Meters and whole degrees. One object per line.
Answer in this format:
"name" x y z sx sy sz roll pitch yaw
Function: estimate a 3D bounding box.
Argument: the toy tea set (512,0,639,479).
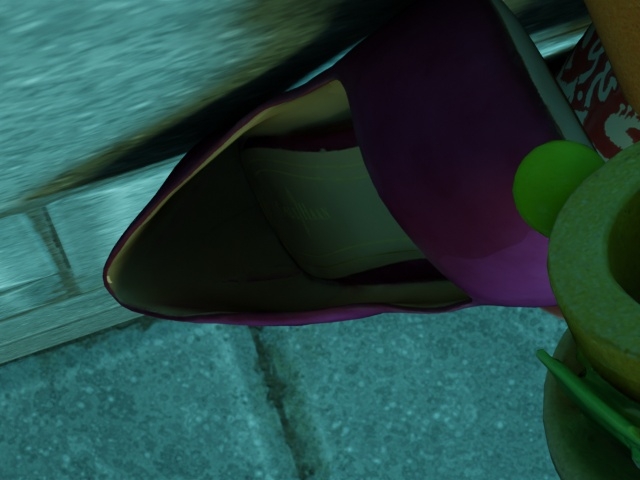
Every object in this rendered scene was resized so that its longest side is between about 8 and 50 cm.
"toy tea set" 0.138 -0.027 0.293 0.336 0.124 0.200 21 -128 41

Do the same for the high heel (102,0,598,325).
"high heel" 0.000 0.000 0.701 0.181 0.127 0.377 -29 -179 -3

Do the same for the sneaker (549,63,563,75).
"sneaker" 0.214 -0.069 1.113 0.147 0.105 0.295 -15 176 35

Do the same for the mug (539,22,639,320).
"mug" 0.141 -0.062 0.796 0.113 0.150 0.169 -1 155 -11
